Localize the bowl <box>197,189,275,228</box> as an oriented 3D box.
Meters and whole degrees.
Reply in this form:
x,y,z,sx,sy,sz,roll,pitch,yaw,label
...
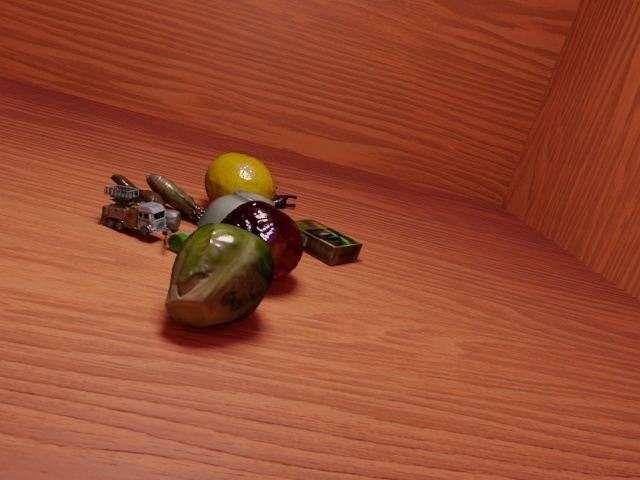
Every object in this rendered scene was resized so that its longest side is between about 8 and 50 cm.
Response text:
x,y,z,sx,sy,sz,roll,pitch,yaw,label
-0.221,-0.067,1.734,0.289,0.146,0.289,21,13,-5,bowl

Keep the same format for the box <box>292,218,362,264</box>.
x,y,z,sx,sy,sz,roll,pitch,yaw,label
0.000,0.000,1.911,0.240,0.071,0.159,27,18,33,box

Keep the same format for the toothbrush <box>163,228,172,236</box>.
x,y,z,sx,sy,sz,roll,pitch,yaw,label
-0.433,-0.025,1.594,0.017,0.014,0.194,-22,10,-17,toothbrush

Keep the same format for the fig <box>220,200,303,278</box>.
x,y,z,sx,sy,sz,roll,pitch,yaw,label
-0.160,0.008,1.520,0.263,0.224,0.224,-1,24,-47,fig

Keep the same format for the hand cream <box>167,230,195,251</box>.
x,y,z,sx,sy,sz,roll,pitch,yaw,label
-0.354,-0.008,1.678,0.079,0.050,0.275,48,19,8,hand cream

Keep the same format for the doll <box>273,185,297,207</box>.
x,y,z,sx,sy,sz,roll,pitch,yaw,label
-0.197,-0.171,2.291,0.139,0.057,0.165,30,30,32,doll

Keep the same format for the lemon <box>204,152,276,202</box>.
x,y,z,sx,sy,sz,roll,pitch,yaw,label
-0.285,-0.191,1.977,0.288,0.234,0.233,29,21,25,lemon

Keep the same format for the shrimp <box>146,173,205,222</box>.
x,y,z,sx,sy,sz,roll,pitch,yaw,label
-0.464,-0.125,1.843,0.267,0.145,0.061,31,63,5,shrimp

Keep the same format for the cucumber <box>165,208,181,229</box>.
x,y,z,sx,sy,sz,roll,pitch,yaw,label
-0.482,-0.068,1.702,0.111,0.064,0.064,12,18,-4,cucumber

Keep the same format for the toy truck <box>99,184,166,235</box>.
x,y,z,sx,sy,sz,roll,pitch,yaw,label
-0.526,-0.085,1.596,0.177,0.115,0.080,12,16,16,toy truck

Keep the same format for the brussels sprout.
x,y,z,sx,sy,sz,roll,pitch,yaw,label
-0.222,0.080,1.238,0.210,0.220,0.271,27,39,5,brussels sprout

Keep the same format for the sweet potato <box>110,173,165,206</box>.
x,y,z,sx,sy,sz,roll,pitch,yaw,label
-0.588,-0.146,1.823,0.233,0.081,0.062,28,48,27,sweet potato
